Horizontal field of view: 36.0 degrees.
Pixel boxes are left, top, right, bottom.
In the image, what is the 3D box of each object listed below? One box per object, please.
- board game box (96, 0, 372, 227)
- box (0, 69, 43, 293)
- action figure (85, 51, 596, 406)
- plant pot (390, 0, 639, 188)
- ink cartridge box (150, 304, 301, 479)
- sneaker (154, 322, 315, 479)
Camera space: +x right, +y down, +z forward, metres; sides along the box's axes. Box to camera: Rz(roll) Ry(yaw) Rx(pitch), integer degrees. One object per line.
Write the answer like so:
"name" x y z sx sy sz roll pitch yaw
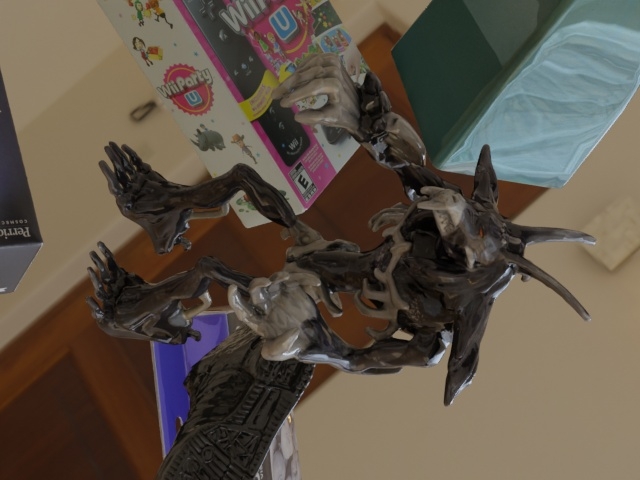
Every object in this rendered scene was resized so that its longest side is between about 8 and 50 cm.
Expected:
"board game box" -0.074 -0.204 1.081 0.097 0.224 0.303 -15 -63 42
"box" -0.552 -0.077 1.283 0.182 0.296 0.294 -40 -116 52
"action figure" 0.000 0.000 0.531 0.275 0.164 0.141 -2 -28 23
"plant pot" 0.212 -0.193 0.934 0.165 0.234 0.166 7 51 -29
"ink cartridge box" -0.069 0.156 0.798 0.208 0.045 0.206 0 83 -74
"sneaker" -0.061 0.107 0.629 0.051 0.170 0.089 50 -32 -19
